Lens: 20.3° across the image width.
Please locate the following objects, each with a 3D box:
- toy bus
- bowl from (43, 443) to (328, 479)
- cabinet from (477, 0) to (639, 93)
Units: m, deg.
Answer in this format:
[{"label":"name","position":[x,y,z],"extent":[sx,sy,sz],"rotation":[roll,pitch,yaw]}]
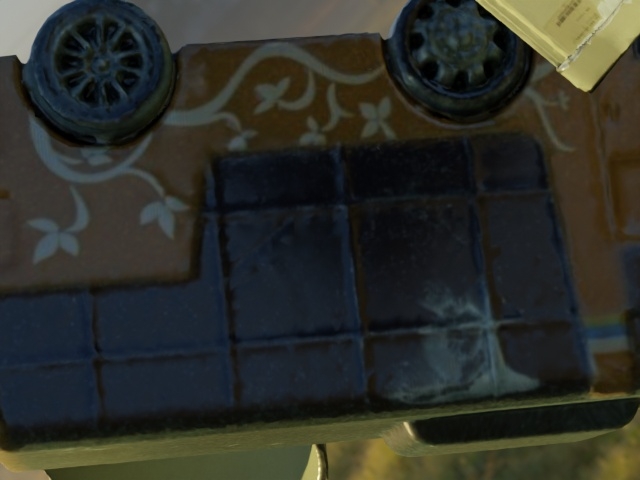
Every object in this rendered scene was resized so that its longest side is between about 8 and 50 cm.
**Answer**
[{"label":"toy bus","position":[0.000,0.000,0.790],"extent":[0.323,0.194,0.162],"rotation":[-4,-11,-7]},{"label":"bowl","position":[-0.087,0.102,1.207],"extent":[0.211,0.211,0.112],"rotation":[-40,23,41]},{"label":"cabinet","position":[0.061,-0.182,0.507],"extent":[0.145,0.206,0.150],"rotation":[-48,-4,-36]}]
